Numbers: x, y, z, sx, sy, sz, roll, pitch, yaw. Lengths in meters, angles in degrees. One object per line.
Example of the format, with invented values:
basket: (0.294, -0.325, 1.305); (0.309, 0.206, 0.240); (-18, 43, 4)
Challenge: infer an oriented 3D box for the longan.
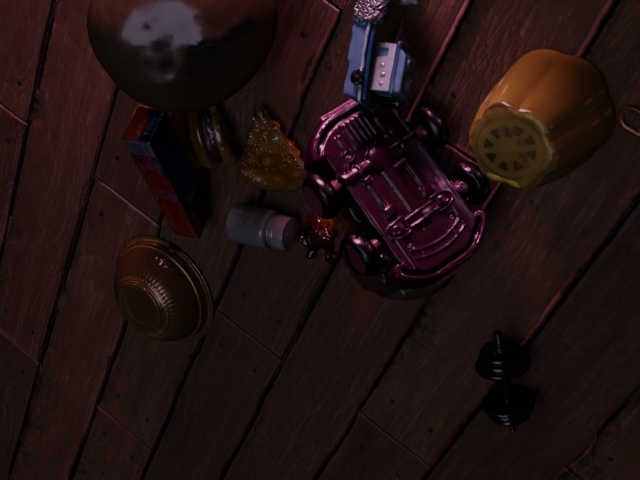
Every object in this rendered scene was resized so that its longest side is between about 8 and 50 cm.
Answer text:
longan: (-0.228, -0.369, 1.741); (0.319, 0.319, 0.318); (17, 125, 26)

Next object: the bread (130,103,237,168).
bread: (-0.266, -0.203, 2.007); (0.225, 0.081, 0.134); (5, 118, 32)

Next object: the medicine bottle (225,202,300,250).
medicine bottle: (-0.110, -0.024, 2.004); (0.130, 0.080, 0.080); (13, 123, 28)

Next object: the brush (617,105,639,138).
brush: (0.572, -0.109, 1.520); (0.314, 0.017, 0.090); (35, 131, 15)

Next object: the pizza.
pizza: (-0.101, -0.170, 1.942); (0.185, 0.036, 0.176); (-8, 109, 40)

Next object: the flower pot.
flower pot: (0.317, -0.170, 1.552); (0.195, 0.179, 0.195); (17, 123, 28)

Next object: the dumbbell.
dumbbell: (0.329, 0.252, 1.847); (0.099, 0.099, 0.208); (4, 118, 33)

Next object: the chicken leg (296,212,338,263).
chicken leg: (0.000, -0.006, 1.896); (0.219, 0.048, 0.089); (-170, 80, -73)

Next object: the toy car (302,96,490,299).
toy car: (0.108, -0.059, 1.741); (0.340, 0.271, 0.240); (57, 161, 4)

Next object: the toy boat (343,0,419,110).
toy boat: (0.109, -0.323, 1.626); (0.098, 0.109, 0.237); (10, 89, 24)

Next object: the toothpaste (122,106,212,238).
toothpaste: (-0.285, -0.122, 1.975); (0.066, 0.076, 0.320); (13, 151, 18)

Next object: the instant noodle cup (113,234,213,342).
instant noodle cup: (-0.368, 0.126, 2.268); (0.274, 0.091, 0.274); (18, 125, 27)
